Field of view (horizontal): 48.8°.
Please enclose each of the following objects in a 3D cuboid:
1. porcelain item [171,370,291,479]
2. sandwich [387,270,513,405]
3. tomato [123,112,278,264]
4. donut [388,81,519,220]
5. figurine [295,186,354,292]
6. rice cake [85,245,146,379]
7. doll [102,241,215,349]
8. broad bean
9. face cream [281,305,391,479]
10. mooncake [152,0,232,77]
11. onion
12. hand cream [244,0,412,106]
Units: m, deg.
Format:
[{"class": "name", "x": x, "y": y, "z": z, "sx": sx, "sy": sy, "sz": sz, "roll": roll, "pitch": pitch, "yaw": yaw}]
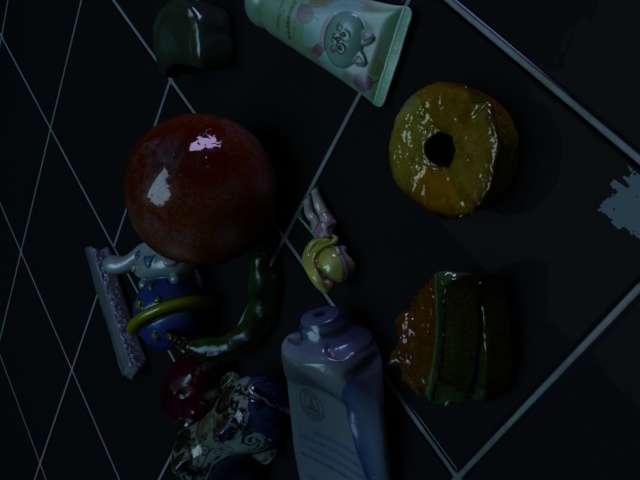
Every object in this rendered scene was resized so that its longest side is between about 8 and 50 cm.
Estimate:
[{"class": "porcelain item", "x": -0.146, "y": 0.363, "z": 1.280, "sx": 0.288, "sy": 0.186, "sz": 0.138, "roll": -45, "pitch": 27, "yaw": 25}, {"class": "sandwich", "x": 0.171, "y": 0.117, "z": 0.937, "sx": 0.160, "sy": 0.109, "sz": 0.185, "roll": -152, "pitch": 61, "yaw": -66}, {"class": "tomato", "x": -0.206, "y": -0.094, "z": 1.204, "sx": 0.265, "sy": 0.265, "sz": 0.265, "roll": 8, "pitch": 100, "yaw": 48}, {"class": "donut", "x": 0.177, "y": -0.116, "z": 0.917, "sx": 0.190, "sy": 0.074, "sz": 0.174, "roll": 14, "pitch": 106, "yaw": 52}, {"class": "figurine", "x": 0.000, "y": 0.000, "z": 1.138, "sx": 0.083, "sy": 0.083, "sz": 0.187, "roll": -42, "pitch": 54, "yaw": 43}, {"class": "rice cake", "x": -0.507, "y": 0.168, "z": 1.747, "sx": 0.073, "sy": 0.056, "sz": 0.365, "roll": -46, "pitch": 61, "yaw": 48}, {"class": "doll", "x": -0.279, "y": 0.085, "z": 1.430, "sx": 0.311, "sy": 0.159, "sz": 0.243, "roll": -32, "pitch": 56, "yaw": 26}, {"class": "broad bean", "x": -0.159, "y": 0.144, "z": 1.308, "sx": 0.292, "sy": 0.049, "sz": 0.144, "roll": -40, "pitch": 102, "yaw": 24}, {"class": "face cream", "x": 0.029, "y": 0.307, "z": 1.130, "sx": 0.235, "sy": 0.137, "sz": 0.420, "roll": 10, "pitch": 113, "yaw": 46}, {"class": "mooncake", "x": -0.242, "y": -0.373, "z": 1.344, "sx": 0.175, "sy": 0.104, "sz": 0.168, "roll": 45, "pitch": 123, "yaw": 33}, {"class": "onion", "x": -0.234, "y": 0.315, "z": 1.392, "sx": 0.198, "sy": 0.135, "sz": 0.173, "roll": 34, "pitch": 125, "yaw": 38}, {"class": "hand cream", "x": 0.006, "y": -0.330, "z": 1.089, "sx": 0.306, "sy": 0.093, "sz": 0.147, "roll": 34, "pitch": 121, "yaw": 31}]
